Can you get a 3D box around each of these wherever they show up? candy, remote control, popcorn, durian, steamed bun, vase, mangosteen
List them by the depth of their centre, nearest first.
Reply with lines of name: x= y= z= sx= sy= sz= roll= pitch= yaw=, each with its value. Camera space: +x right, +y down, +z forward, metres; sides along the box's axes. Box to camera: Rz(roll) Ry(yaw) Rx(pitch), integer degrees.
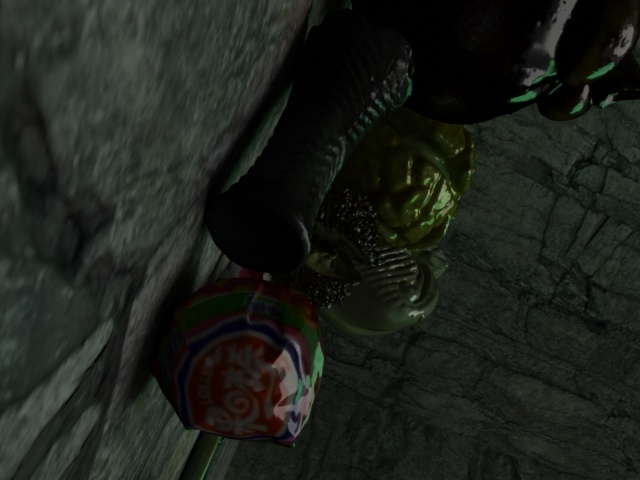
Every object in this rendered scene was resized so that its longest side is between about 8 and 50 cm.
vase: x=-0.005 y=-0.080 z=0.538 sx=0.115 sy=0.116 sz=0.237 roll=109 pitch=4 yaw=-48
candy: x=-0.063 y=0.056 z=0.599 sx=0.365 sy=0.124 sz=0.124 roll=-100 pitch=-150 yaw=-76
mangosteen: x=0.202 y=-0.256 z=0.716 sx=0.307 sy=0.347 sz=0.306 roll=26 pitch=90 yaw=-90
durian: x=0.000 y=0.000 z=0.980 sx=0.196 sy=0.167 sz=0.196 roll=-44 pitch=-167 yaw=13
remote control: x=-0.172 y=0.316 z=1.062 sx=0.098 sy=0.038 sz=0.233 roll=108 pitch=4 yaw=-47
popcorn: x=0.114 y=-0.130 z=1.109 sx=0.247 sy=0.282 sz=0.281 roll=7 pitch=106 yaw=-53
steamed bun: x=0.077 y=0.069 z=1.383 sx=0.309 sy=0.325 sz=0.219 roll=-54 pitch=172 yaw=-50
